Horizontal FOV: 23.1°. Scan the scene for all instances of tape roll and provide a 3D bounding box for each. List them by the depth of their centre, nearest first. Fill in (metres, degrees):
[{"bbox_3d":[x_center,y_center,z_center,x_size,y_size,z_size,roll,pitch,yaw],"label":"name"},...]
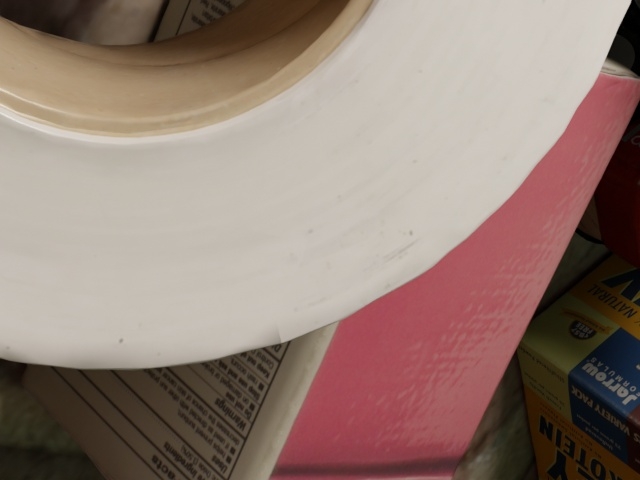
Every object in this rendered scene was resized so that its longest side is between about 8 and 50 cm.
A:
[{"bbox_3d":[-0.056,-0.112,0.431,0.286,0.100,0.286,-4,110,-10],"label":"tape roll"}]

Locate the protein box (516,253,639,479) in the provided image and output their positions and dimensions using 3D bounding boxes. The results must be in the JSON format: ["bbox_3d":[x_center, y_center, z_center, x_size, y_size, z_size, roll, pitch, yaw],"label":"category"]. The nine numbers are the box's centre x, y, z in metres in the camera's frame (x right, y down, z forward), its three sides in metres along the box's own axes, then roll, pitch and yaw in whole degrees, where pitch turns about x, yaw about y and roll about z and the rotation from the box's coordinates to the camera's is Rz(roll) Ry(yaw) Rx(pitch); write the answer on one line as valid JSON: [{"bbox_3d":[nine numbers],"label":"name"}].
[{"bbox_3d":[0.247,0.093,0.970,0.201,0.136,0.200,-37,140,-19],"label":"protein box"}]

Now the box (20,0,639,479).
[{"bbox_3d":[0.000,0.000,0.640,0.127,0.148,0.232,4,116,-47],"label":"box"}]

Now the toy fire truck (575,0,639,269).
[{"bbox_3d":[0.255,-0.063,0.767,0.217,0.246,0.158,-38,140,-16],"label":"toy fire truck"}]
